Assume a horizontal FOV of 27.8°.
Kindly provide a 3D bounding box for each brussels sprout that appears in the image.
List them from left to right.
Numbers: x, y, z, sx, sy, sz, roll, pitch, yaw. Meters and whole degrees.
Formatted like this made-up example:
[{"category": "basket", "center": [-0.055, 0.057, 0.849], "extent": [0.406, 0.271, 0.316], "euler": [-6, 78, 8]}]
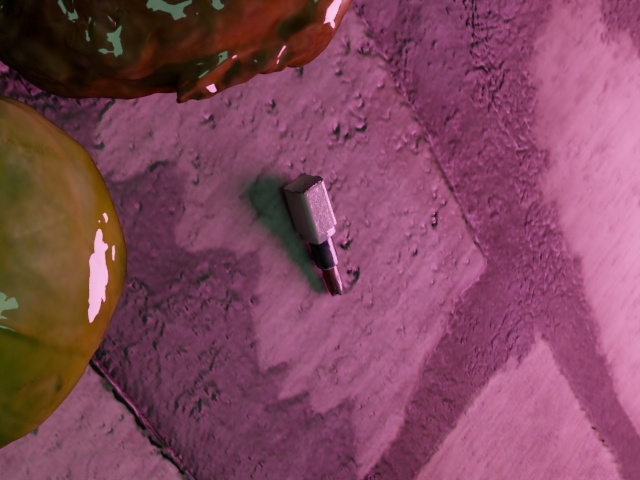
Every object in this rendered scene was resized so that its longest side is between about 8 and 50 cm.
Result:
[{"category": "brussels sprout", "center": [-0.214, 0.016, 0.730], "extent": [0.223, 0.161, 0.223], "euler": [-15, 114, -36]}]

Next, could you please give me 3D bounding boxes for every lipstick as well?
[{"category": "lipstick", "center": [0.000, 0.000, 1.004], "extent": [0.025, 0.025, 0.107], "euler": [-37, 126, -30]}]

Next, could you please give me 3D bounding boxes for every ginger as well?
[{"category": "ginger", "center": [-0.057, -0.194, 0.830], "extent": [0.321, 0.172, 0.165], "euler": [-46, 161, -26]}]
